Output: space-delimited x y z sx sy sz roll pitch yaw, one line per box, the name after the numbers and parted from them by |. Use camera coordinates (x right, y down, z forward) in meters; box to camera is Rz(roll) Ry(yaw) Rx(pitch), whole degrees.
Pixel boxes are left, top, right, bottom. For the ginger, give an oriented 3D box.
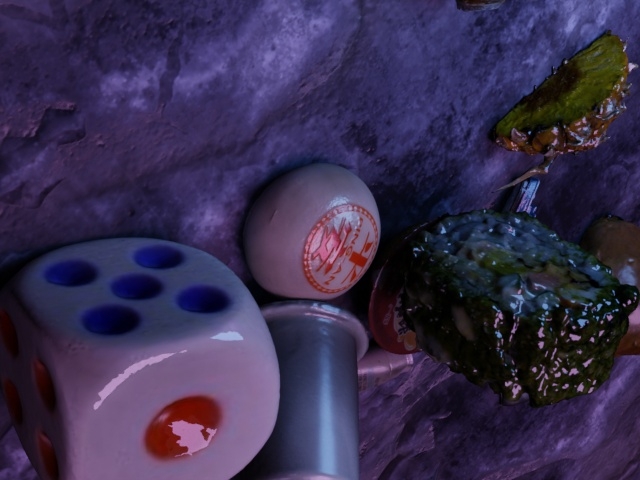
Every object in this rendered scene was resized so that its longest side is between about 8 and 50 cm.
0.612 0.108 2.134 0.200 0.223 0.269 -1 119 -34 | ginger

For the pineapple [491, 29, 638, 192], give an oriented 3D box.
0.459 -0.207 1.863 0.334 0.161 0.158 -37 135 -18 | pineapple

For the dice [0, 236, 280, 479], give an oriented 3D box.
-0.254 0.174 1.432 0.304 0.304 0.276 -14 125 -32 | dice

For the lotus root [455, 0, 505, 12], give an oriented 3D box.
0.249 -0.498 1.519 0.175 0.175 0.349 -28 131 -22 | lotus root

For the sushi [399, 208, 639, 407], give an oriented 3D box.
0.290 0.097 1.654 0.294 0.352 0.178 -15 126 -32 | sushi

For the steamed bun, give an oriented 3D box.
0.000 0.000 1.636 0.232 0.145 0.231 -19 127 -28 | steamed bun

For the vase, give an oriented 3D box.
-0.034 0.275 1.626 0.245 0.291 0.245 -2 146 -1 | vase

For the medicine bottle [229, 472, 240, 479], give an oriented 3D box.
-0.236 0.418 1.644 0.238 0.238 0.232 -49 133 -3 | medicine bottle

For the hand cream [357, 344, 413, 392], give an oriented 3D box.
0.018 0.251 1.861 0.312 0.070 0.111 -19 129 -24 | hand cream

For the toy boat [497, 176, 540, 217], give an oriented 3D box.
0.372 -0.055 1.952 0.061 0.060 0.137 20 100 -21 | toy boat

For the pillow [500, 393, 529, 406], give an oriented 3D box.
0.408 0.304 2.203 0.091 0.055 0.135 -40 132 -9 | pillow

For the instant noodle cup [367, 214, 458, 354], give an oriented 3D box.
0.166 0.061 1.842 0.274 0.091 0.274 -20 127 -29 | instant noodle cup
